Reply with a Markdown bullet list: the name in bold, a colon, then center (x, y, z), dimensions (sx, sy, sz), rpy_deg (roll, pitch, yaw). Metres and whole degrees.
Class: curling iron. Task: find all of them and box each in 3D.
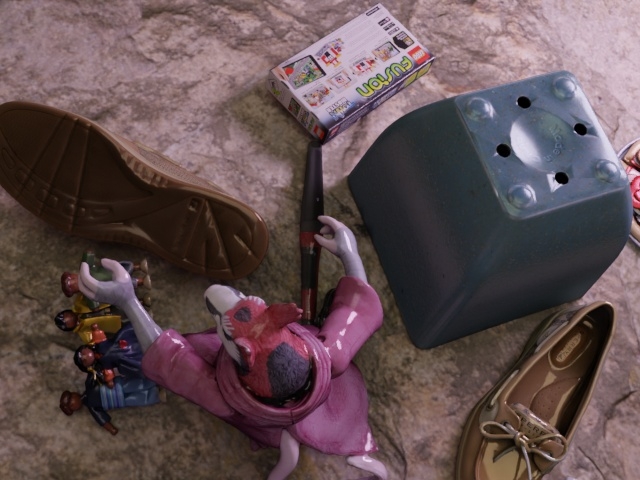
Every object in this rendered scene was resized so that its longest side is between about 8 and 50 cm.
- **curling iron**: center (0.000, 0.000, 1.015), dimensions (0.068, 0.035, 0.274), rpy_deg (9, 59, -29)

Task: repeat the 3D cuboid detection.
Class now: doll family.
- **doll family**: center (-0.233, 0.110, 0.906), dimensions (0.111, 0.076, 0.193), rpy_deg (-8, 72, -18)

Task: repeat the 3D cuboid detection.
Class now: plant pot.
- **plant pot**: center (0.206, -0.055, 0.951), dimensions (0.247, 0.252, 0.248), rpy_deg (-16, 71, -16)

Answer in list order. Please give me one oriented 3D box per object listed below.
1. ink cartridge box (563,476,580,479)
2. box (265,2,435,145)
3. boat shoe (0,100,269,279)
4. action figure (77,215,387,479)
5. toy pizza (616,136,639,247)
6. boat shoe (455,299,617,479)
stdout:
- **ink cartridge box**: center (0.353, 0.397, 0.838), dimensions (0.275, 0.060, 0.239), rpy_deg (17, 50, 11)
- **box**: center (0.041, -0.222, 1.100), dimensions (0.207, 0.036, 0.114), rpy_deg (-37, 78, -27)
- **boat shoe**: center (-0.219, -0.051, 0.958), dimensions (0.341, 0.110, 0.122), rpy_deg (27, 94, -2)
- **action figure**: center (-0.059, 0.132, 0.760), dimensions (0.248, 0.370, 0.276), rpy_deg (-14, 79, -6)
- **toy pizza**: center (0.483, -0.059, 1.120), dimensions (0.201, 0.032, 0.201), rpy_deg (3, 67, -8)
- **boat shoe**: center (0.245, 0.183, 0.946), dimensions (0.104, 0.089, 0.285), rpy_deg (32, 66, 4)
